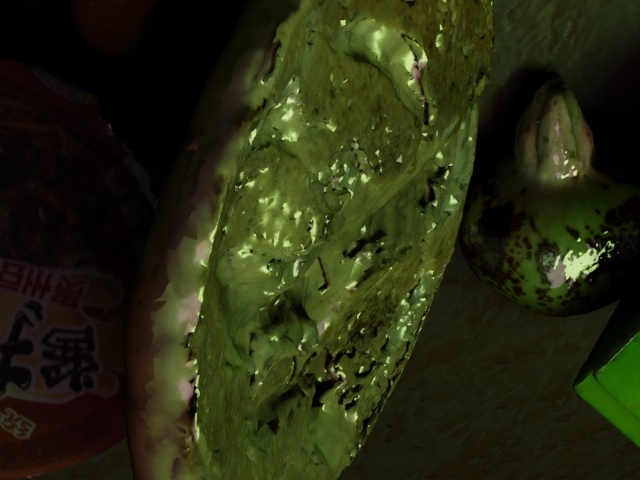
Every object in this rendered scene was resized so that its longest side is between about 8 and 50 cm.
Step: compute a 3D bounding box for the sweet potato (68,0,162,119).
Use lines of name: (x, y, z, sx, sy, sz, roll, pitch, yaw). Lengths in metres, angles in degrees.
sweet potato: (-0.112, -0.128, 0.946, 0.056, 0.056, 0.195, -6, 147, -19)

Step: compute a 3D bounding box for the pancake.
pancake: (-0.001, 0.001, 0.992, 0.387, 0.082, 0.387, -50, 151, -41)

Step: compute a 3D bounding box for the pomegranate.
pomegranate: (0.161, -0.030, 1.176, 0.138, 0.163, 0.125, -5, -175, 4)

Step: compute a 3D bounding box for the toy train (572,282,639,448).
toy train: (0.307, 0.041, 1.189, 0.249, 0.173, 0.307, -49, 177, 28)

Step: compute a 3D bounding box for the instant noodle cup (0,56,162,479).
instant noodle cup: (-0.201, 0.003, 1.000, 0.274, 0.090, 0.274, 2, 115, 5)
